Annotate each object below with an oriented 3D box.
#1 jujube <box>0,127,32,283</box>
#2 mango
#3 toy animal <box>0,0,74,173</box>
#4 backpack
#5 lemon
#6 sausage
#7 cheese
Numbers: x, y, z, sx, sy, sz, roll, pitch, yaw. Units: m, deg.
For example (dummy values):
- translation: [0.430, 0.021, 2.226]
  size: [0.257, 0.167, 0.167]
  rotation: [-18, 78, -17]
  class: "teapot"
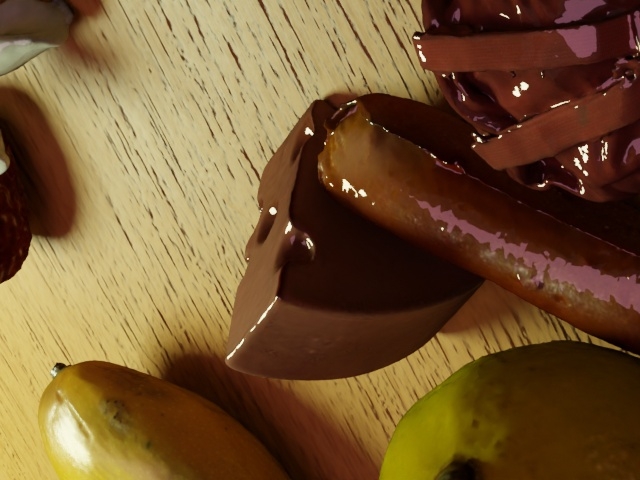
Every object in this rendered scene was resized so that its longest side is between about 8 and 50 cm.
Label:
- translation: [-0.334, -0.040, 1.699]
  size: [0.112, 0.109, 0.176]
  rotation: [-4, 119, 2]
  class: "jujube"
- translation: [-0.116, 0.239, 1.699]
  size: [0.359, 0.144, 0.187]
  rotation: [36, 149, 5]
  class: "mango"
- translation: [-0.382, -0.204, 1.583]
  size: [0.325, 0.154, 0.208]
  rotation: [26, 102, 0]
  class: "toy animal"
- translation: [0.182, -0.126, 1.178]
  size: [0.229, 0.139, 0.229]
  rotation: [21, 131, 27]
  class: "backpack"
- translation: [0.182, 0.214, 1.314]
  size: [0.297, 0.297, 0.297]
  rotation: [22, 131, 27]
  class: "lemon"
- translation: [0.146, -0.012, 1.324]
  size: [0.330, 0.102, 0.102]
  rotation: [28, 134, 20]
  class: "sausage"
- translation: [0.000, 0.023, 1.411]
  size: [0.203, 0.177, 0.128]
  rotation: [46, 138, 3]
  class: "cheese"
